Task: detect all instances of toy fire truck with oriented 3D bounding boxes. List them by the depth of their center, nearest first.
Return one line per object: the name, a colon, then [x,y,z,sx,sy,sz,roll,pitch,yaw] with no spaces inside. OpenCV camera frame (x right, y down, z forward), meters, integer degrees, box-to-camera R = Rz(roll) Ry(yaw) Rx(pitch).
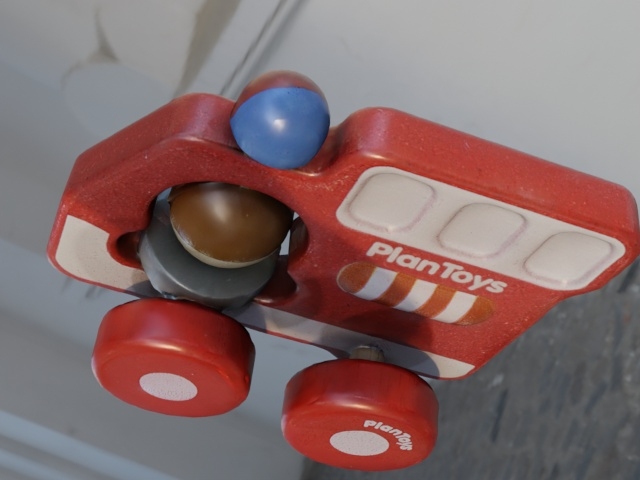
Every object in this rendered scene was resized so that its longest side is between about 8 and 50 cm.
toy fire truck: [0.000,0.000,0.649,0.254,0.302,0.169,126,158,-52]
